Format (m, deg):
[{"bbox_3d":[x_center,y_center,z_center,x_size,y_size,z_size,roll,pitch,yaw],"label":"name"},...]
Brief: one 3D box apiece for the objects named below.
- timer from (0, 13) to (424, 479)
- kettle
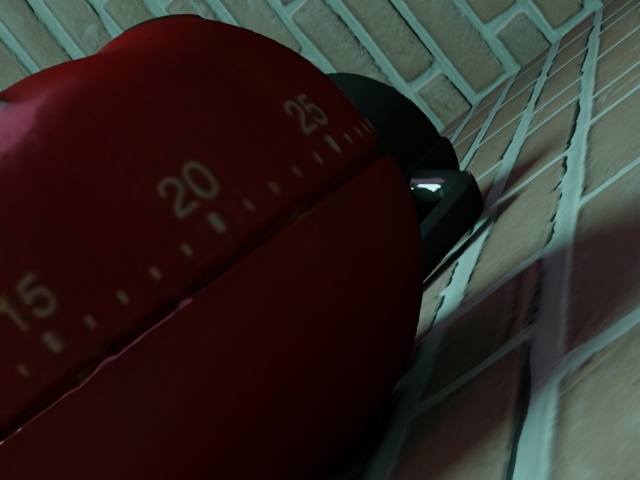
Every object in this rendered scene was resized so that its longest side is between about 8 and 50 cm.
[{"bbox_3d":[-0.116,0.049,0.868,0.378,0.279,0.378,-39,1,1],"label":"timer"},{"bbox_3d":[-0.004,0.011,1.338,0.308,0.262,0.203,-46,-27,-46],"label":"kettle"}]
